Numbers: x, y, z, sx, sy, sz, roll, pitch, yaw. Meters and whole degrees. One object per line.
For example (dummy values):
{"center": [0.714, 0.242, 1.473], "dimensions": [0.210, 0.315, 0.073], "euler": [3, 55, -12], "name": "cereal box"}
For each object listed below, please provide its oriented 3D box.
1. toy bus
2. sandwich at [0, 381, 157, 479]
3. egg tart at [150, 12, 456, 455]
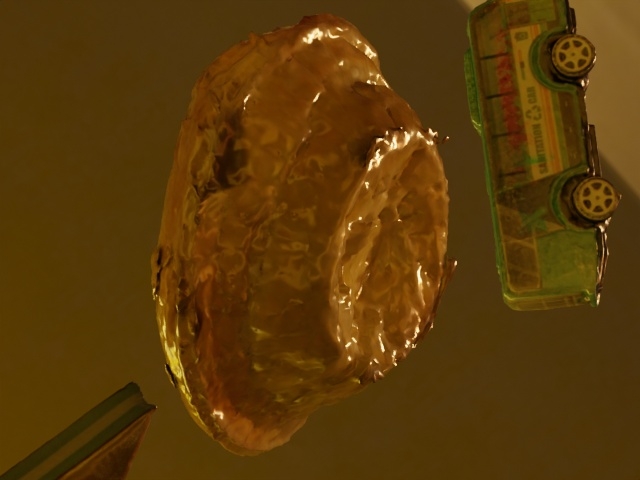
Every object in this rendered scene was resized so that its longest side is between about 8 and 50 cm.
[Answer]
{"center": [0.180, -0.075, 1.401], "dimensions": [0.109, 0.261, 0.091], "euler": [-8, -13, 9], "name": "toy bus"}
{"center": [-0.177, 0.149, 1.219], "dimensions": [0.116, 0.074, 0.074], "euler": [-66, 24, 2], "name": "sandwich"}
{"center": [0.000, 0.000, 1.106], "dimensions": [0.290, 0.115, 0.290], "euler": [-30, -56, -57], "name": "egg tart"}
